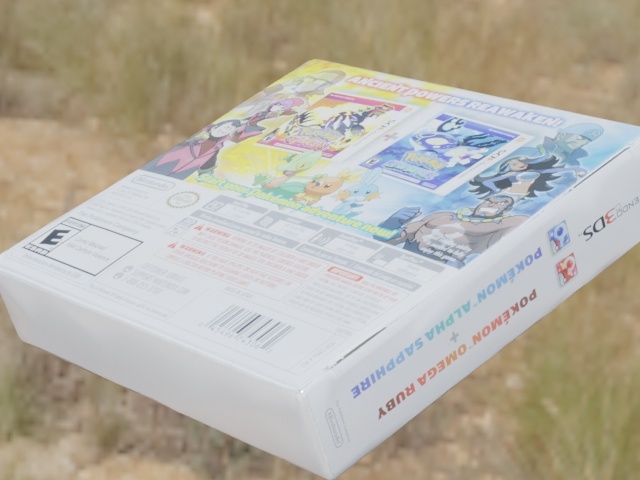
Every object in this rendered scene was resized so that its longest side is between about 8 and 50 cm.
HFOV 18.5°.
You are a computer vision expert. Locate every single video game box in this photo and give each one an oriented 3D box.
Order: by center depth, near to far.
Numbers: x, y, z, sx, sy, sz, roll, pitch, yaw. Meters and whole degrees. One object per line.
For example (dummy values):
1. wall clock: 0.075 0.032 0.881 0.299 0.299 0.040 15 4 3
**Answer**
1. video game box: 0.000 0.000 0.773 0.187 0.048 0.205 -37 33 -27
